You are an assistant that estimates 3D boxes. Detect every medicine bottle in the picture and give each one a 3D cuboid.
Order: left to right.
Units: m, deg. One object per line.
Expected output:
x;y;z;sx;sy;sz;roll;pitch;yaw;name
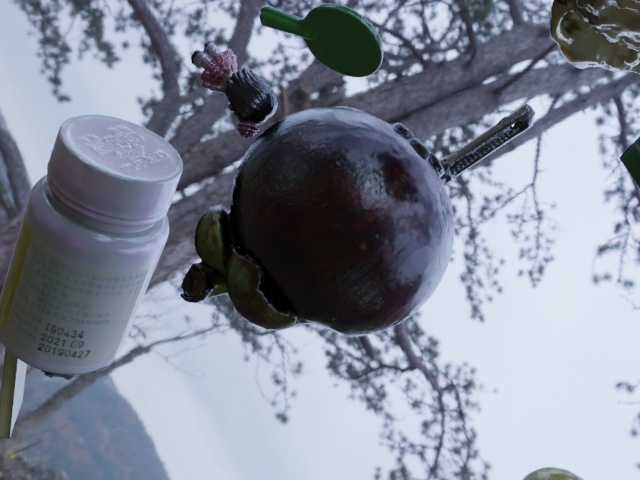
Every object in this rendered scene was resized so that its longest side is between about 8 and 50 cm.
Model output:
-0.359;0.014;1.187;0.213;0.213;0.378;53;-54;39;medicine bottle

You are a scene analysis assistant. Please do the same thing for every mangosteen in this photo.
0.010;-0.016;0.931;0.311;0.311;0.311;54;-23;37;mangosteen

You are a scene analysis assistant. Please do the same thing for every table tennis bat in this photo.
0.001;-0.389;1.441;0.257;0.039;0.160;22;-30;14;table tennis bat

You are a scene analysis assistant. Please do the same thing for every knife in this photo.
0.323;-0.187;1.673;0.043;0.365;0.089;54;-7;39;knife

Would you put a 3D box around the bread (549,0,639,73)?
0.433;-0.334;0.751;0.250;0.361;0.394;45;53;-60;bread

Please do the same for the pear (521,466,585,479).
0.521;0.598;1.695;0.200;0.200;0.200;54;-23;37;pear

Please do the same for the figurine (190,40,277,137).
-0.111;-0.195;0.968;0.129;0.072;0.054;46;-21;1;figurine

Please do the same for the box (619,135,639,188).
0.634;-0.091;1.338;0.081;0.135;0.199;-55;-145;34;box

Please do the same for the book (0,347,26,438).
-0.564;0.227;1.418;0.161;0.026;0.231;-128;-133;-71;book
